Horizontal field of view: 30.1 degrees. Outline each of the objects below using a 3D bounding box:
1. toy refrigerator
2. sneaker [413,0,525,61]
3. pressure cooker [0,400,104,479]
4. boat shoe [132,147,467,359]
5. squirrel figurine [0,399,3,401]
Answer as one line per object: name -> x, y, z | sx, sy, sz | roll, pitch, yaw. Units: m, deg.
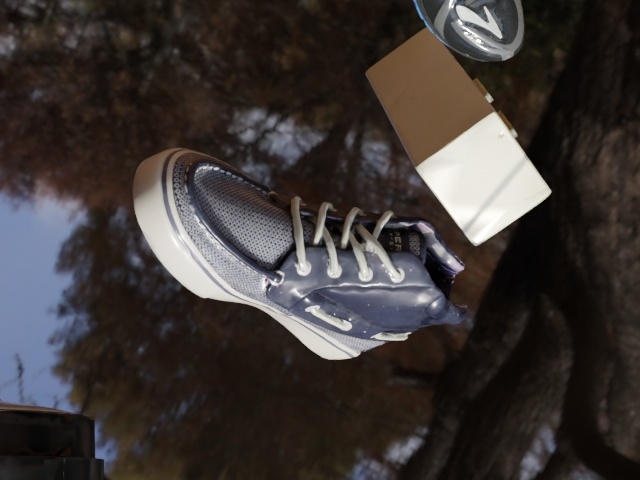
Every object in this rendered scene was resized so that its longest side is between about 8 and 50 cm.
toy refrigerator -> 0.128, -0.112, 1.147 | 0.102, 0.094, 0.269 | 50, -170, -24
sneaker -> 0.093, -0.179, 0.726 | 0.078, 0.067, 0.188 | 46, 164, 43
pressure cooker -> -0.357, 0.268, 0.955 | 0.370, 0.420, 0.375 | -10, 165, 35
boat shoe -> 0.000, 0.000, 1.025 | 0.340, 0.158, 0.127 | 33, -134, -52
squirrel figurine -> -0.599, 0.110, 1.395 | 0.397, 0.281, 0.370 | -25, -157, -24
